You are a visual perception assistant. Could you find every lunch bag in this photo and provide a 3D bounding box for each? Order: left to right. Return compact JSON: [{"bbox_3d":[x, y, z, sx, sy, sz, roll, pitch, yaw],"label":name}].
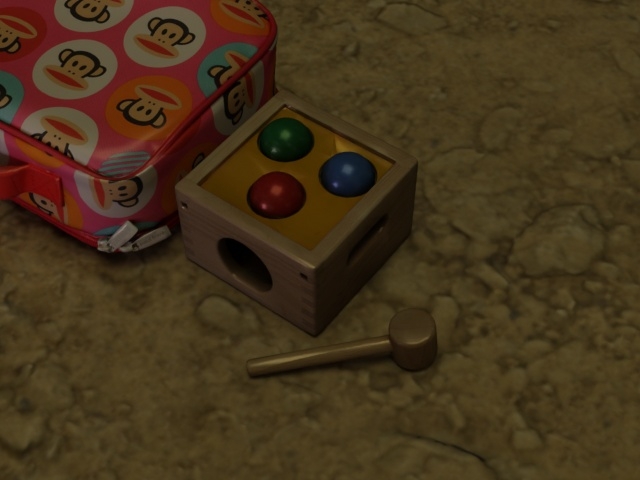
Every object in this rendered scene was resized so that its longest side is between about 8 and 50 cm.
[{"bbox_3d":[-0.202,-0.123,0.912,0.293,0.120,0.258,29,57,21],"label":"lunch bag"}]

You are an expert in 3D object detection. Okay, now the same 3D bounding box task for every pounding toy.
[{"bbox_3d":[-0.001,0.008,0.821,0.206,0.094,0.181,30,57,23],"label":"pounding toy"}]
